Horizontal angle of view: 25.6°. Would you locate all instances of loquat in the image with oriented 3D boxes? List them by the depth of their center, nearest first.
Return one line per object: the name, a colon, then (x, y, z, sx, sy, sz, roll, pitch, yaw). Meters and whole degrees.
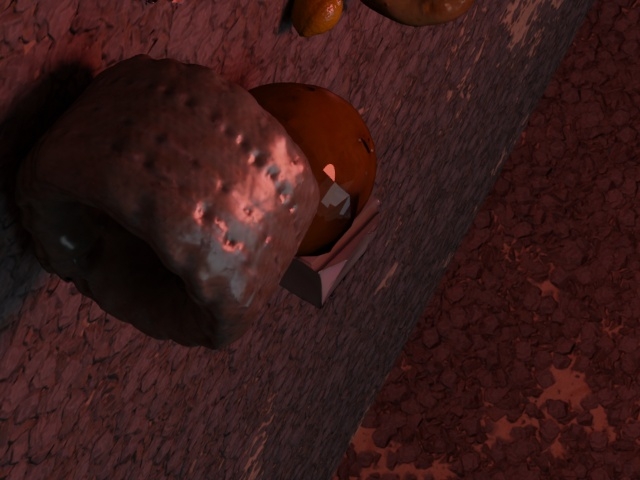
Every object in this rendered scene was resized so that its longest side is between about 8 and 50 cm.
loquat: (-0.046, -0.088, 1.794, 0.235, 0.235, 0.235, -54, 163, -25)

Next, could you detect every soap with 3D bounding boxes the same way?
soap: (0.000, 0.000, 2.241, 0.230, 0.145, 0.091, -44, 157, -46)

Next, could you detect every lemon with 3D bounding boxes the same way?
lemon: (-0.003, -0.308, 1.859, 0.092, 0.065, 0.065, -52, 164, -2)

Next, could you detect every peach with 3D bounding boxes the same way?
peach: (0.137, -0.408, 1.926, 0.235, 0.214, 0.214, -72, 176, -45)

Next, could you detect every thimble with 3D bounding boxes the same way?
thimble: (-0.161, -0.039, 1.448, 0.195, 0.291, 0.291, -56, 163, -25)

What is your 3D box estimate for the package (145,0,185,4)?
package: (-0.152, -0.294, 1.455, 0.077, 0.033, 0.110, -5, 124, -36)
